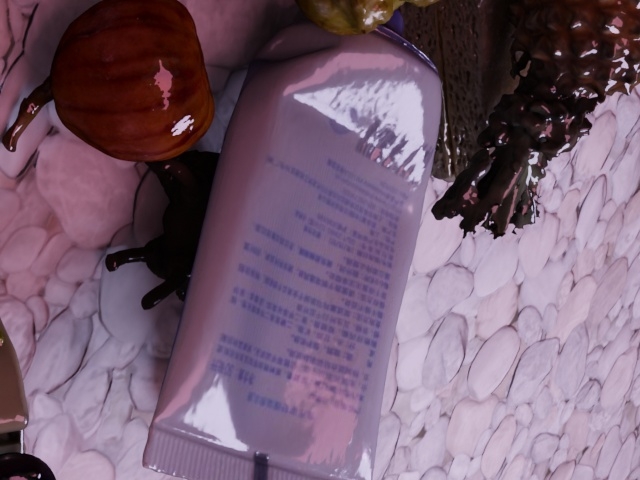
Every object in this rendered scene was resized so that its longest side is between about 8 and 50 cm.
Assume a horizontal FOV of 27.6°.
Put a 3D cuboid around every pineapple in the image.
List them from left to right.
[{"bbox_3d":[0.215,-0.159,1.133,0.175,0.175,0.361,16,113,-53],"label":"pineapple"}]

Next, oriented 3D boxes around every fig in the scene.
[{"bbox_3d":[-0.139,-0.111,0.927,0.128,0.150,0.128,25,56,-45],"label":"fig"}]

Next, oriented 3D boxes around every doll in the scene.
[{"bbox_3d":[-0.103,-0.012,1.066,0.165,0.057,0.139,-9,115,-58],"label":"doll"}]

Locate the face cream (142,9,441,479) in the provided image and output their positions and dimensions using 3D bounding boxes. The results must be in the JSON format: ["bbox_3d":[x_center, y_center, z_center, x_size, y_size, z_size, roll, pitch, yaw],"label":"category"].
[{"bbox_3d":[0.000,0.000,1.042,0.235,0.137,0.420,26,69,-41],"label":"face cream"}]

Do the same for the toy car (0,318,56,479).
[{"bbox_3d":[-0.291,0.169,0.861,0.198,0.204,0.247,-7,116,-23],"label":"toy car"}]

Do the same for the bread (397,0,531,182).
[{"bbox_3d":[0.161,-0.214,1.231,0.183,0.102,0.337,-39,137,-31],"label":"bread"}]

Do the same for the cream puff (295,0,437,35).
[{"bbox_3d":[0.030,-0.275,0.953,0.196,0.244,0.244,-30,143,10],"label":"cream puff"}]
